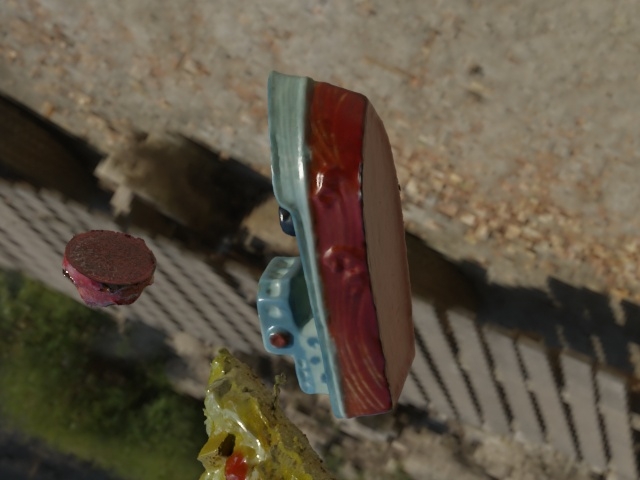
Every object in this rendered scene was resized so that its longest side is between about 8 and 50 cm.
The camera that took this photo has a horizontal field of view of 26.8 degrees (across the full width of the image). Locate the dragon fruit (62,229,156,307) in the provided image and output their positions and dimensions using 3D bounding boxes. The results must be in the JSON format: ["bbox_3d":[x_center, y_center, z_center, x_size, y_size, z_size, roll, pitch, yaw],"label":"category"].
[{"bbox_3d":[-0.335,0.068,2.110,0.153,0.153,0.111,23,125,15],"label":"dragon fruit"}]

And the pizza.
[{"bbox_3d":[-0.100,0.273,1.650,0.280,0.288,0.075,-36,154,34],"label":"pizza"}]

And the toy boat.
[{"bbox_3d":[0.000,0.000,1.233,0.133,0.145,0.332,2,120,18],"label":"toy boat"}]
